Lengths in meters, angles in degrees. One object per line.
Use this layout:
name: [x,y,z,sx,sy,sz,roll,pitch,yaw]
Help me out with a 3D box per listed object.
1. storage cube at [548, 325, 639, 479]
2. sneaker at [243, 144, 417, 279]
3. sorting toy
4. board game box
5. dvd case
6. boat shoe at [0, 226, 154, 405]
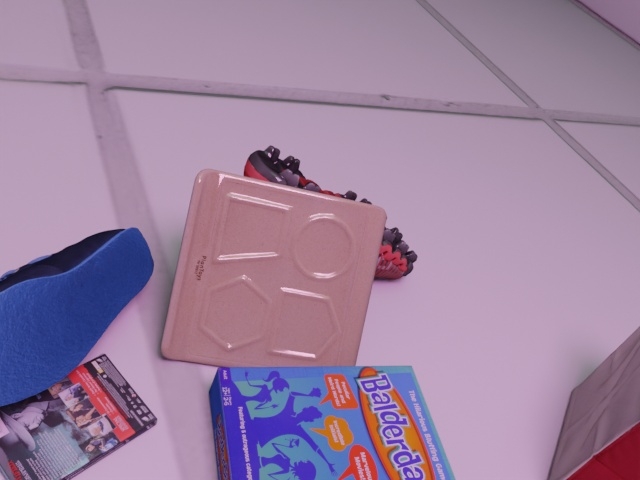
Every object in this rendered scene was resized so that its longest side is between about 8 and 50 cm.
storage cube: [0.373,0.214,0.581,0.193,0.184,0.215,34,41,14]
sneaker: [0.000,0.000,0.711,0.276,0.135,0.097,26,20,-35]
sorting toy: [-0.044,0.040,0.601,0.208,0.193,0.038,11,1,-17]
board game box: [0.012,0.194,0.534,0.210,0.047,0.160,4,43,-23]
dvd case: [-0.214,0.155,0.494,0.087,0.013,0.119,42,42,21]
boat shoe: [-0.247,0.069,0.519,0.089,0.109,0.258,-10,13,21]
